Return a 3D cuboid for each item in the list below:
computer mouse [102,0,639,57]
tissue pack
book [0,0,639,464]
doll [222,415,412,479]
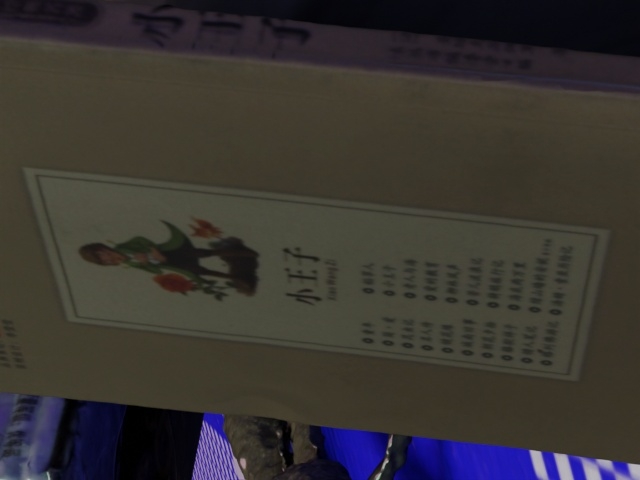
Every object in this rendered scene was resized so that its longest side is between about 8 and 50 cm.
[{"bbox_3d":[-0.027,-0.096,0.450,0.429,0.145,0.228,105,146,-58],"label":"computer mouse"},{"bbox_3d":[-0.148,0.100,1.232,0.361,0.122,0.259,-83,-13,-49],"label":"tissue pack"},{"bbox_3d":[0.011,0.004,0.379,0.138,0.198,0.016,89,-171,-59],"label":"book"},{"bbox_3d":[-0.016,0.142,0.875,0.091,0.203,0.286,38,172,-19],"label":"doll"}]
